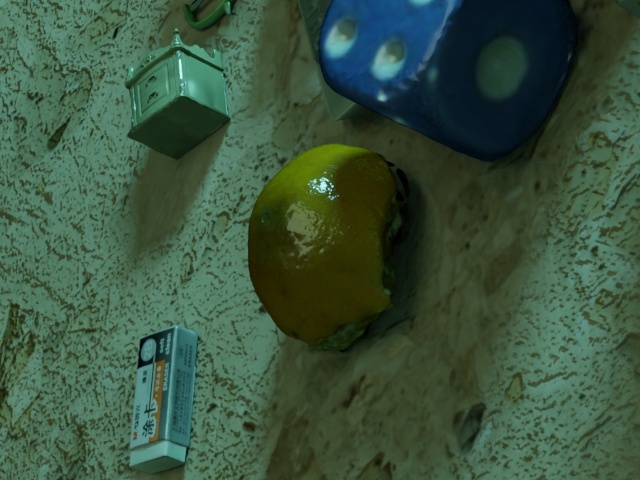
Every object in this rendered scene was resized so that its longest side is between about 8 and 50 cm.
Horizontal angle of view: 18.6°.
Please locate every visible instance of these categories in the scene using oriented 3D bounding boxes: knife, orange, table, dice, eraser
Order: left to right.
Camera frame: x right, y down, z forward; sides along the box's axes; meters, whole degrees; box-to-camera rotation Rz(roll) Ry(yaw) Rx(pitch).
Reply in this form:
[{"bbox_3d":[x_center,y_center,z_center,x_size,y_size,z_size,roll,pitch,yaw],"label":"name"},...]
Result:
[{"bbox_3d":[-0.136,0.137,1.685,0.052,0.029,0.122,-21,57,41],"label":"eraser"},{"bbox_3d":[-0.134,-0.136,1.793,0.079,0.062,0.083,-33,49,33],"label":"table"},{"bbox_3d":[-0.054,-0.266,1.806,0.212,0.015,0.054,-41,46,27],"label":"knife"},{"bbox_3d":[0.000,0.000,1.546,0.160,0.112,0.170,-54,29,15],"label":"orange"},{"bbox_3d":[0.096,-0.151,1.477,0.146,0.143,0.146,32,97,51],"label":"dice"}]

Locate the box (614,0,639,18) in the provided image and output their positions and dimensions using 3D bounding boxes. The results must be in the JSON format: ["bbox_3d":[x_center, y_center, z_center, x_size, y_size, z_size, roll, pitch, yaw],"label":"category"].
[{"bbox_3d":[0.224,-0.224,1.297,0.149,0.233,0.067,-17,58,45],"label":"box"}]

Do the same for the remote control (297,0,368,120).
[{"bbox_3d":[0.004,-0.229,1.613,0.103,0.034,0.250,145,112,-67],"label":"remote control"}]
